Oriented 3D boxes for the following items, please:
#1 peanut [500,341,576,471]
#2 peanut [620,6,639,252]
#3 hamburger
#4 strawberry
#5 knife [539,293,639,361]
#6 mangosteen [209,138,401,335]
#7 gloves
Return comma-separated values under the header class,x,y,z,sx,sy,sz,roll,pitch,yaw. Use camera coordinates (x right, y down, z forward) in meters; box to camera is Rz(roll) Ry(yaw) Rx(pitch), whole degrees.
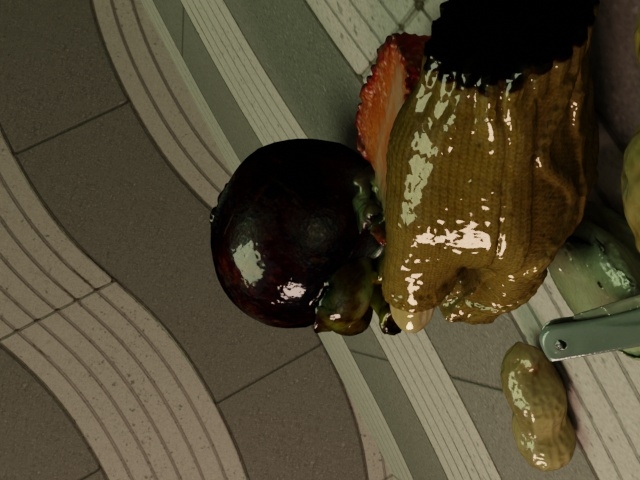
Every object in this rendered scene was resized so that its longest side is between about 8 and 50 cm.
class,x,y,z,sx,sy,sz,roll,pitch,yaw
peanut,0.268,0.205,0.945,0.082,0.082,0.187,43,157,58
peanut,0.232,-0.061,0.450,0.103,0.098,0.229,16,139,28
hamburger,0.252,0.035,0.661,0.140,0.062,0.133,41,158,54
strawberry,0.107,-0.100,0.842,0.286,0.106,0.188,100,156,-53
knife,0.245,0.059,0.586,0.162,0.023,0.044,-20,109,33
mangosteen,-0.013,-0.005,1.168,0.330,0.330,0.330,57,167,20
gloves,0.135,-0.044,0.619,0.155,0.203,0.356,25,149,12
